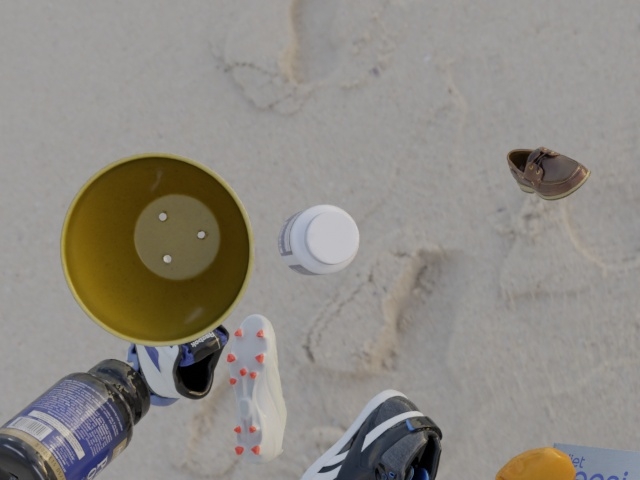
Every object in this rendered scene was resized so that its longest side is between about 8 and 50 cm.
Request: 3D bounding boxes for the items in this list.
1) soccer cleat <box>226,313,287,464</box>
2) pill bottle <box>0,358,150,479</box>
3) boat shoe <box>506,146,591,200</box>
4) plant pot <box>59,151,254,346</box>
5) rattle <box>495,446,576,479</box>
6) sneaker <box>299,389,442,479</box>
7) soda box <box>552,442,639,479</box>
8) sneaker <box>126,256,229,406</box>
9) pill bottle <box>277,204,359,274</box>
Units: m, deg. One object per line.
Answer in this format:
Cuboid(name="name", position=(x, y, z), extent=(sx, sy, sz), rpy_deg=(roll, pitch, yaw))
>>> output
Cuboid(name="soccer cleat", position=(-0.080, 0.195, 1.480), extent=(0.068, 0.076, 0.196), rpy_deg=(-2, 88, 32))
Cuboid(name="pill bottle", position=(-0.309, 0.239, 1.381), extent=(0.123, 0.122, 0.219), rpy_deg=(7, 28, 27))
Cuboid(name="boat shoe", position=(0.320, -0.100, 1.612), extent=(0.064, 0.060, 0.178), rpy_deg=(-46, 18, -7))
Cuboid(name="plant pot", position=(-0.110, 0.002, 0.813), extent=(0.134, 0.095, 0.134), rpy_deg=(0, 96, 3))
Cuboid(name="rattle", position=(0.133, 0.265, 0.782), extent=(0.130, 0.143, 0.199), rpy_deg=(34, 62, -3))
Cuboid(name="sneaker", position=(0.052, 0.280, 1.267), extent=(0.217, 0.079, 0.121), rpy_deg=(-55, 36, 1))
Cuboid(name="soda box", position=(0.343, 0.268, 1.101), extent=(0.286, 0.091, 0.098), rpy_deg=(-7, 57, 58))
Cuboid(name="sneaker", position=(-0.221, 0.104, 1.657), extent=(0.127, 0.315, 0.182), rpy_deg=(-27, 17, -37))
Cuboid(name="pill bottle", position=(0.000, 0.000, 1.522), extent=(0.094, 0.169, 0.094), rpy_deg=(0, 88, -12))
